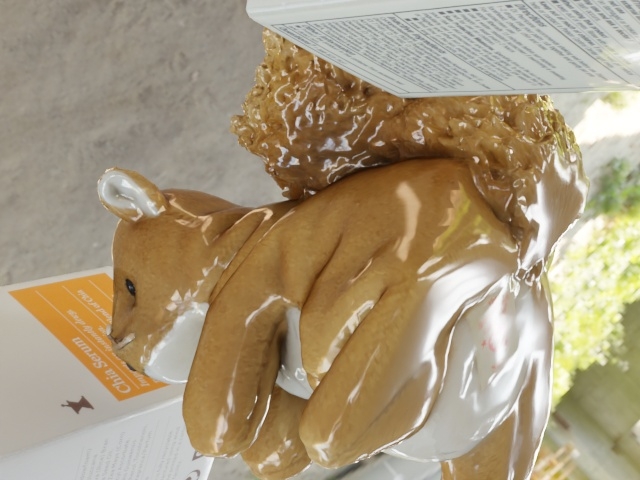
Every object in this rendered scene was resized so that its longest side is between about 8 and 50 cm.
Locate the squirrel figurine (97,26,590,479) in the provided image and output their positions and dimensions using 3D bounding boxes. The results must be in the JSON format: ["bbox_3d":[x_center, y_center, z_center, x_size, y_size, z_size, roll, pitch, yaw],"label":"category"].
[{"bbox_3d":[0.000,0.000,0.805,0.281,0.370,0.397,30,79,-50],"label":"squirrel figurine"}]

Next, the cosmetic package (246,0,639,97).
[{"bbox_3d":[0.125,-0.154,0.482,0.153,0.296,0.129,19,81,-48],"label":"cosmetic package"}]

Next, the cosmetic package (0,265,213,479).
[{"bbox_3d":[-0.321,0.176,0.886,0.453,0.230,0.161,-13,130,-49],"label":"cosmetic package"}]
